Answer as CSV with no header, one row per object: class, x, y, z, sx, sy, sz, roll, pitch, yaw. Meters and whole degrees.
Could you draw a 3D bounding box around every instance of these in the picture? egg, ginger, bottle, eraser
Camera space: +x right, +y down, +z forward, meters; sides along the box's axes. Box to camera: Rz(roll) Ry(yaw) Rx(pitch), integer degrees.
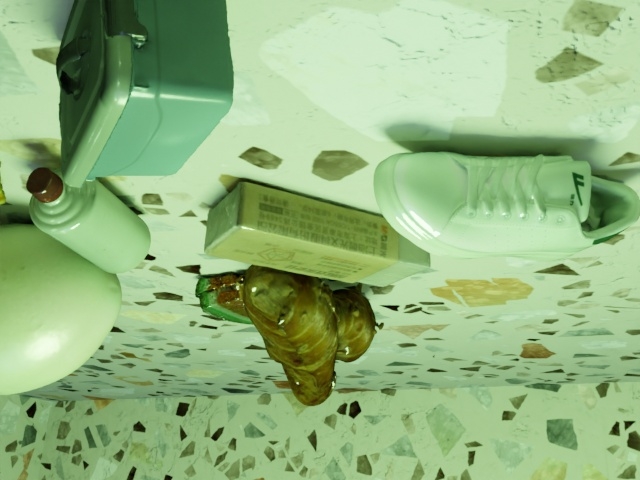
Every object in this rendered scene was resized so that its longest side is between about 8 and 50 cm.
egg,-0.503,0.110,1.176,0.344,0.283,0.283,-13,156,13
ginger,-0.013,0.138,1.340,0.176,0.254,0.418,27,158,36
bottle,-0.343,-0.035,1.028,0.104,0.104,0.245,-2,159,12
eraser,0.000,0.000,1.118,0.343,0.078,0.144,13,157,-27

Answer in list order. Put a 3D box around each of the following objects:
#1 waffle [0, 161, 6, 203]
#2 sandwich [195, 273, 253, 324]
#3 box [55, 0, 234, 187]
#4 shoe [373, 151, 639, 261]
waffle,-0.524,-0.067,0.953,0.219,0.057,0.229,-23,172,-1
sandwich,-0.125,0.125,1.451,0.235,0.079,0.159,19,153,-38
box,-0.172,-0.152,0.641,0.129,0.162,0.227,1,162,-29
shoe,0.249,-0.051,0.892,0.362,0.132,0.160,10,159,-30
